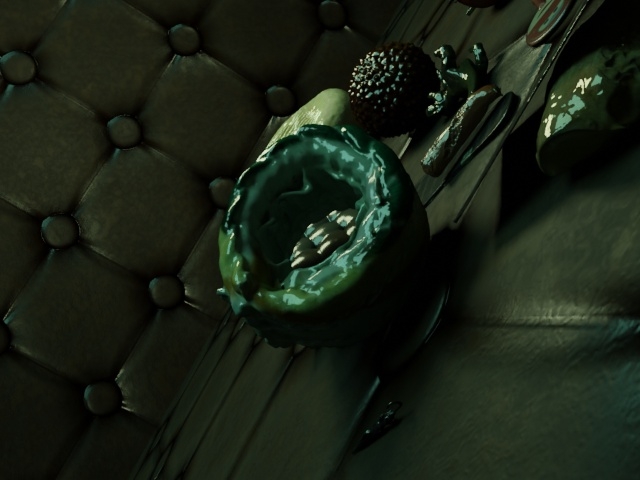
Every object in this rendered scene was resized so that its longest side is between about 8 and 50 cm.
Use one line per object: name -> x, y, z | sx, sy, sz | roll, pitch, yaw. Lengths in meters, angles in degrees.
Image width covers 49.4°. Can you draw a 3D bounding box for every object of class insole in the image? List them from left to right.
insole -> 0.188, -0.110, 1.030 | 0.309, 0.012, 0.110 | -48, 13, 53

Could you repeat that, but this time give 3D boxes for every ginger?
ginger -> 0.256, -0.160, 0.638 | 0.137, 0.074, 0.213 | -29, 35, 64

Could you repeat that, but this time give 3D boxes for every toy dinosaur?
toy dinosaur -> 0.234, -0.226, 1.137 | 0.187, 0.086, 0.179 | 96, 167, -73

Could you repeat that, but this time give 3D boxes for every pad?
pad -> 0.228, -0.172, 0.713 | 0.202, 0.005, 0.300 | -52, -11, -45

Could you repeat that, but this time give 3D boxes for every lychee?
lychee -> 0.149, -0.286, 1.334 | 0.188, 0.188, 0.188 | -57, 9, 14

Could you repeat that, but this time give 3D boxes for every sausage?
sausage -> 0.197, -0.156, 0.981 | 0.036, 0.042, 0.158 | -3, -43, -53

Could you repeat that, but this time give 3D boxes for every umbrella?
umbrella -> 0.059, 0.196, 0.723 | 0.122, 0.022, 0.013 | 115, 152, -46

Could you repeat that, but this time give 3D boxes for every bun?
bun -> -0.009, -0.223, 1.861 | 0.361, 0.213, 0.361 | -40, 27, 26

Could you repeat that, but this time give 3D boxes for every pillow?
pillow -> -0.020, 0.009, 1.134 | 0.228, 0.101, 0.326 | -33, 26, -3

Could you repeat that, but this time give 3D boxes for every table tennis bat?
table tennis bat -> 0.324, -0.328, 0.994 | 0.098, 0.019, 0.155 | -54, 13, 30

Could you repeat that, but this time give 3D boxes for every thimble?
thimble -> 0.000, 0.000, 0.896 | 0.288, 0.254, 0.167 | -56, -34, -16

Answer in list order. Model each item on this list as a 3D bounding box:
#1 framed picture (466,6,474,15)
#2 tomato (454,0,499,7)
framed picture -> 0.376, -0.579, 1.543 | 0.149, 0.011, 0.109 | -50, 13, 44
tomato -> 0.345, -0.531, 1.320 | 0.225, 0.085, 0.225 | -54, 13, 19
